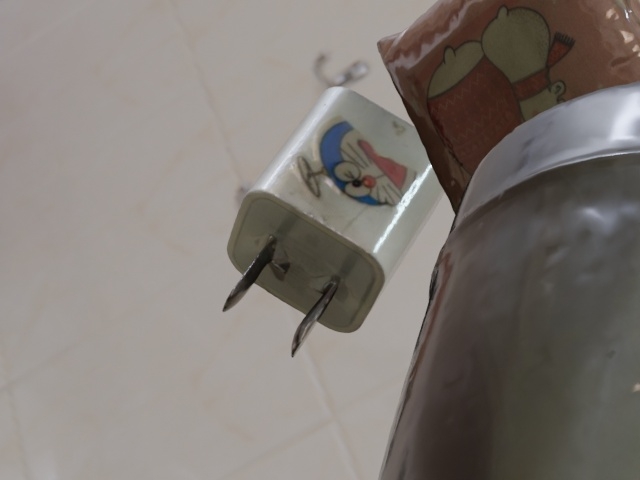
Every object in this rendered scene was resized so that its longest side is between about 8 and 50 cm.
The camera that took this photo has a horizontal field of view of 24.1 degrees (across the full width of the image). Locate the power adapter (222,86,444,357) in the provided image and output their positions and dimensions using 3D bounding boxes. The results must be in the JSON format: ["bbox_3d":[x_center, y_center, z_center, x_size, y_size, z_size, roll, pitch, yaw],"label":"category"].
[{"bbox_3d":[0.000,0.000,1.182,0.130,0.205,0.125,31,-35,4],"label":"power adapter"}]

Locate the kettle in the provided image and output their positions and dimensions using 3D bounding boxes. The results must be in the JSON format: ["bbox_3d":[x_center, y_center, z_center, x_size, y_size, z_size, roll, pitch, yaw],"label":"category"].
[{"bbox_3d":[0.148,0.134,0.459,0.228,0.321,0.324,53,44,-36],"label":"kettle"}]

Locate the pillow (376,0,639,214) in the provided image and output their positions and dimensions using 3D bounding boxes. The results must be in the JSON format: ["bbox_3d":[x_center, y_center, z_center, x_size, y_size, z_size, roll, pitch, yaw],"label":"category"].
[{"bbox_3d":[0.148,-0.095,1.014,0.084,0.236,0.223,-20,81,-42],"label":"pillow"}]
